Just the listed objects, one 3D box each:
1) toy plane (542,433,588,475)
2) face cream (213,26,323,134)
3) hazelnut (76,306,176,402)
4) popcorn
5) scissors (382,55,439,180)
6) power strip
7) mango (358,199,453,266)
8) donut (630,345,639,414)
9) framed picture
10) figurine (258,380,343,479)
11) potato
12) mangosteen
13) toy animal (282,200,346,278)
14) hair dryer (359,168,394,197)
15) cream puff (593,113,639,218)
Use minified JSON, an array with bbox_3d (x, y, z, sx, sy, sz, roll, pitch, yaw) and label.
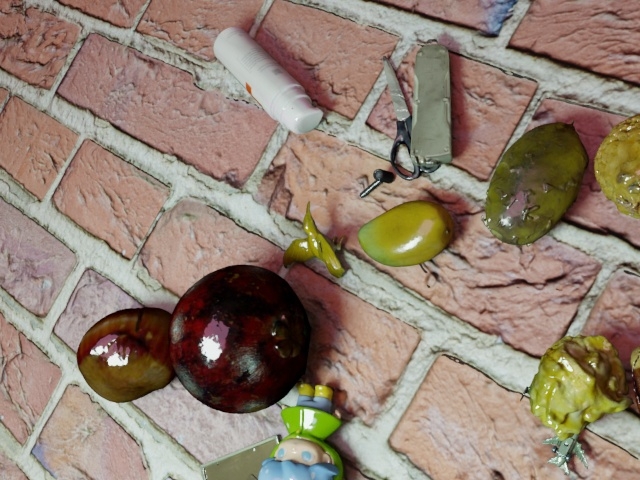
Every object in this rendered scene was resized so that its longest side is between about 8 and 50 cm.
[{"bbox_3d":[0.409,0.343,1.054,0.080,0.033,0.083,24,88,44],"label":"toy plane"},{"bbox_3d":[-0.122,-0.366,1.471,0.102,0.102,0.345,-45,61,10],"label":"face cream"},{"bbox_3d":[-0.415,0.243,1.421,0.229,0.229,0.229,-7,74,26],"label":"hazelnut"},{"bbox_3d":[0.398,0.233,1.009,0.142,0.173,0.173,39,97,5],"label":"popcorn"},{"bbox_3d":[0.173,-0.266,1.339,0.109,0.022,0.300,-21,67,17],"label":"scissors"},{"bbox_3d":[0.225,-0.277,1.284,0.080,0.048,0.286,-2,71,14],"label":"power strip"},{"bbox_3d":[0.163,-0.013,1.239,0.195,0.092,0.130,-2,78,31],"label":"mango"},{"bbox_3d":[0.519,0.222,0.975,0.059,0.140,0.140,-14,71,35],"label":"donut"},{"bbox_3d":[-0.149,0.506,1.311,0.203,0.015,0.150,-28,66,18],"label":"framed picture"},{"bbox_3d":[-0.029,0.405,1.213,0.162,0.143,0.263,1,61,21],"label":"figurine"},{"bbox_3d":[0.385,-0.106,1.135,0.149,0.113,0.251,33,93,28],"label":"potato"},{"bbox_3d":[-0.163,0.192,1.253,0.311,0.311,0.311,-7,74,26],"label":"mangosteen"},{"bbox_3d":[0.000,0.000,1.322,0.219,0.095,0.155,-16,67,56],"label":"toy animal"},{"bbox_3d":[0.110,-0.117,1.324,0.083,0.047,0.026,-38,62,30],"label":"hair dryer"},{"bbox_3d":[0.546,-0.124,1.050,0.189,0.129,0.189,-9,70,27],"label":"cream puff"}]
